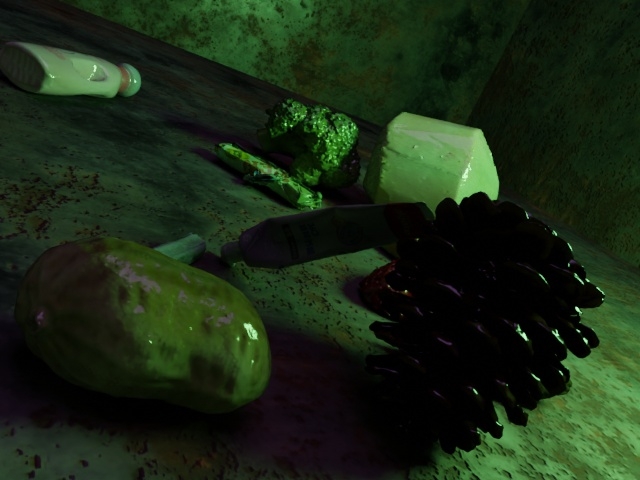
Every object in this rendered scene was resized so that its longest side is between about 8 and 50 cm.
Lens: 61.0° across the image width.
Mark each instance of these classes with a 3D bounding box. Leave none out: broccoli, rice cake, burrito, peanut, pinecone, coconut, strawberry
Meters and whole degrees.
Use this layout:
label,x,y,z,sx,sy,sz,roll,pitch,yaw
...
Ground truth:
label,x,y,z,sx,sy,sz,roll,pitch,yaw
broccoli,-0.050,-0.228,1.334,0.302,0.186,0.254,8,-19,8
rice cake,-0.199,0.026,0.664,0.033,0.033,0.208,27,19,10
burrito,-0.126,-0.141,1.163,0.288,0.054,0.104,32,20,18
peanut,-0.143,0.076,0.467,0.225,0.129,0.129,19,20,-17
pinecone,0.167,0.099,0.610,0.246,0.292,0.246,34,-23,17
coconut,0.279,-0.146,1.333,0.310,0.297,0.297,22,18,11
strawberry,0.182,0.070,0.905,0.237,0.111,0.190,11,26,-34

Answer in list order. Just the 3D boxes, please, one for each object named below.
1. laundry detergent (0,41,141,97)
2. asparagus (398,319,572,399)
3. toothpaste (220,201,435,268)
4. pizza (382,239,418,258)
label,x,y,z,sx,sy,sz,roll,pitch,yaw
laundry detergent,-0.532,-0.371,1.218,0.159,0.087,0.335,34,20,10
asparagus,0.245,0.175,0.765,0.287,0.080,0.080,20,20,-18
toothpaste,0.002,-0.005,0.726,0.301,0.075,0.048,-11,29,20
pizza,0.204,0.018,1.162,0.182,0.062,0.161,27,25,21
